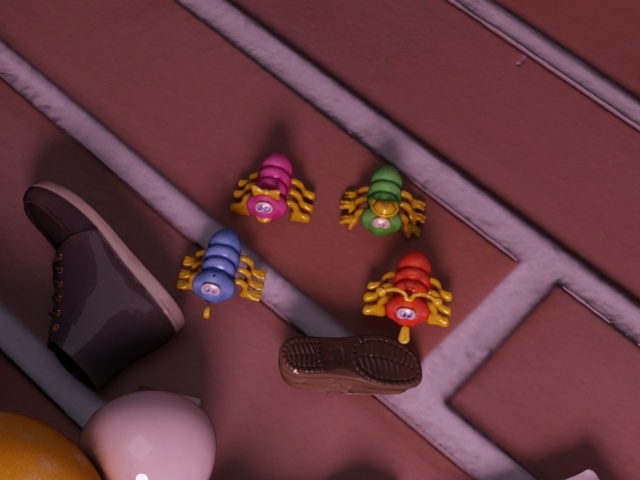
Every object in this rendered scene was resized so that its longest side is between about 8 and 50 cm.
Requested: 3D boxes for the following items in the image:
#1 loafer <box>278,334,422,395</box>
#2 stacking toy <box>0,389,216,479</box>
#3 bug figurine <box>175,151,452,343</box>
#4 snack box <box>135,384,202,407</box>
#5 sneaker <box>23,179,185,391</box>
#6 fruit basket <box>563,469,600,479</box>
[{"bbox_3d":[0.026,0.122,1.176,0.148,0.050,0.056,10,60,-15],"label":"loafer"},{"bbox_3d":[-0.288,0.243,0.958,0.480,0.350,0.350,-27,63,-30],"label":"stacking toy"},{"bbox_3d":[0.000,0.000,1.219,0.279,0.072,0.216,6,50,1],"label":"bug figurine"},{"bbox_3d":[-0.166,0.223,1.120,0.064,0.022,0.178,12,59,6],"label":"snack box"},{"bbox_3d":[-0.248,0.039,1.191,0.118,0.083,0.222,-39,69,-22],"label":"sneaker"},{"bbox_3d":[0.171,0.378,0.963,0.327,0.165,0.353,-18,58,-13],"label":"fruit basket"}]
